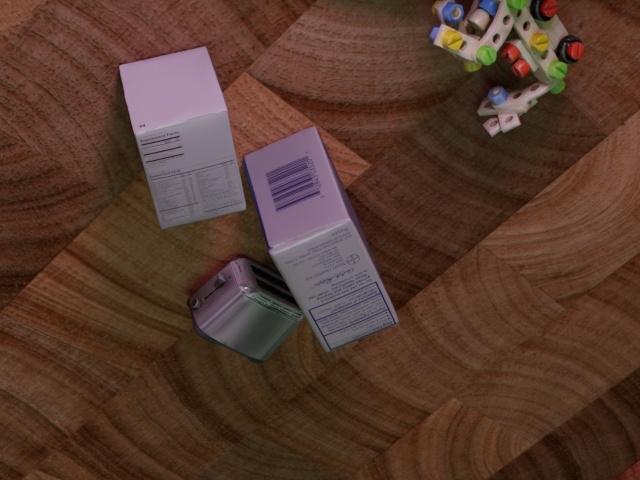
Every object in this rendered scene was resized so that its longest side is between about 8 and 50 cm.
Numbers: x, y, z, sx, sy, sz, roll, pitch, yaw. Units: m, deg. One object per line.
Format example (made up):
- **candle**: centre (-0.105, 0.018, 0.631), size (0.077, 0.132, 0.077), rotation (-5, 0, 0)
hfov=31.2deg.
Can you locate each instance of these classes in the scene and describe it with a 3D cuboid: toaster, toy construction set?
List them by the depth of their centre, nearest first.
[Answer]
- **toy construction set**: centre (0.315, -0.310, 1.928), size (0.215, 0.151, 0.327), rotation (-48, 140, -7)
- **toaster**: centre (-0.132, 0.135, 2.199), size (0.227, 0.129, 0.146), rotation (31, 114, -35)

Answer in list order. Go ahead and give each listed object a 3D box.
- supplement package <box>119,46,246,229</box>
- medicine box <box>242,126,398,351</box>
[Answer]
- **supplement package**: centre (-0.221, -0.166, 1.852), size (0.149, 0.194, 0.203), rotation (-14, 134, -6)
- **medicine box**: centre (0.000, 0.000, 2.026), size (0.149, 0.263, 0.289), rotation (-23, 133, 3)
